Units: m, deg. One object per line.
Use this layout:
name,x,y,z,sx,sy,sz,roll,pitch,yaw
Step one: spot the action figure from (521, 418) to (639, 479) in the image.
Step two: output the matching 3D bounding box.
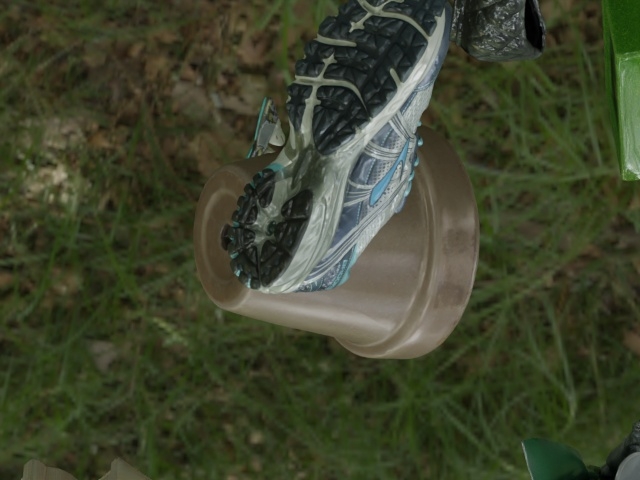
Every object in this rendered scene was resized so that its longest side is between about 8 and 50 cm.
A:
action figure,0.172,0.143,0.647,0.063,0.137,0.232,-42,165,4

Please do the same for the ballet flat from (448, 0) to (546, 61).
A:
ballet flat,0.090,-0.133,0.542,0.049,0.057,0.173,8,159,0

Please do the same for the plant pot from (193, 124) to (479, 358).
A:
plant pot,0.000,0.000,1.318,0.229,0.263,0.263,0,142,-33

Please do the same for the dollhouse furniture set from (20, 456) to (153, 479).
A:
dollhouse furniture set,-0.122,0.204,0.733,0.182,0.101,0.161,-40,118,15

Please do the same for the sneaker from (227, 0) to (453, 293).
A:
sneaker,0.031,-0.080,1.042,0.122,0.110,0.283,14,113,-48

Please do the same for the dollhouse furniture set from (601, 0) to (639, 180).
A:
dollhouse furniture set,0.324,-0.224,1.039,0.198,0.301,0.151,-8,145,11

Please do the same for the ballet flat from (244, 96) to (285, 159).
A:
ballet flat,-0.062,-0.109,1.422,0.041,0.041,0.114,14,120,-13
